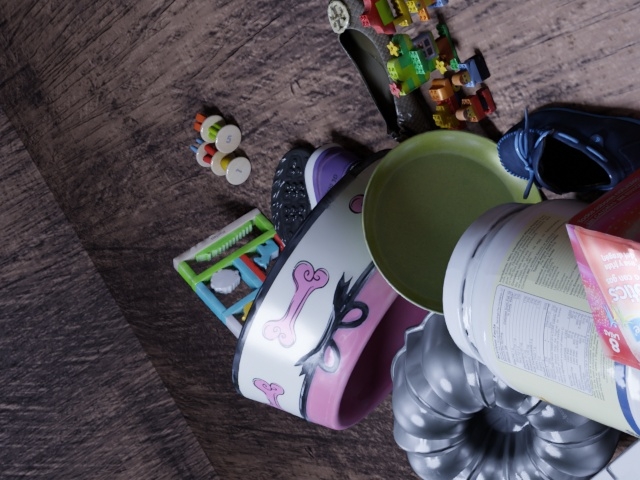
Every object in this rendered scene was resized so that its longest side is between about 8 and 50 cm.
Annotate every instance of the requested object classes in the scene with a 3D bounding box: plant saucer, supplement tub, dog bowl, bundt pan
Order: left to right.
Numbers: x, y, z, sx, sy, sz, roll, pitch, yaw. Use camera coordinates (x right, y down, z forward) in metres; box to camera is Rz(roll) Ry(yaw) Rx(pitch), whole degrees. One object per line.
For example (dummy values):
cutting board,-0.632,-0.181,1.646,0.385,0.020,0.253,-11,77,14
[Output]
dog bowl,0.061,0.083,1.871,0.150,0.408,0.408,33,149,18
plant saucer,0.165,-0.020,1.708,0.241,0.241,0.037,56,163,4
bundt pan,0.242,0.234,1.791,0.331,0.124,0.331,7,123,11
supplement tub,0.318,0.082,1.518,0.325,0.235,0.235,18,135,51

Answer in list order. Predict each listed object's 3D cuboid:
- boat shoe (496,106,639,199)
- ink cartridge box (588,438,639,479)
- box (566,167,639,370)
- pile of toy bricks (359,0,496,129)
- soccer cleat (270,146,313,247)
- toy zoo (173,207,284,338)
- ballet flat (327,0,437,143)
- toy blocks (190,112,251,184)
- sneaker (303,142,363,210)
boat shoe,0.276,-0.103,1.574,0.109,0.089,0.258,62,156,-11
ink cartridge box,0.429,0.265,1.660,0.086,0.148,0.203,52,155,15
box,0.383,-0.014,1.214,0.142,0.300,0.154,19,137,52
pile of toy bricks,0.125,-0.220,1.703,0.118,0.105,0.212,8,127,60
soccer cleat,0.000,0.000,2.236,0.108,0.116,0.318,-4,101,38
toy zoo,-0.099,0.087,2.409,0.293,0.192,0.030,45,154,25
ballet flat,0.075,-0.228,1.848,0.250,0.058,0.084,60,156,-6
toy blocks,-0.195,-0.177,2.441,0.148,0.054,0.123,31,146,46
sneaker,0.057,-0.006,2.099,0.124,0.107,0.283,28,143,47
